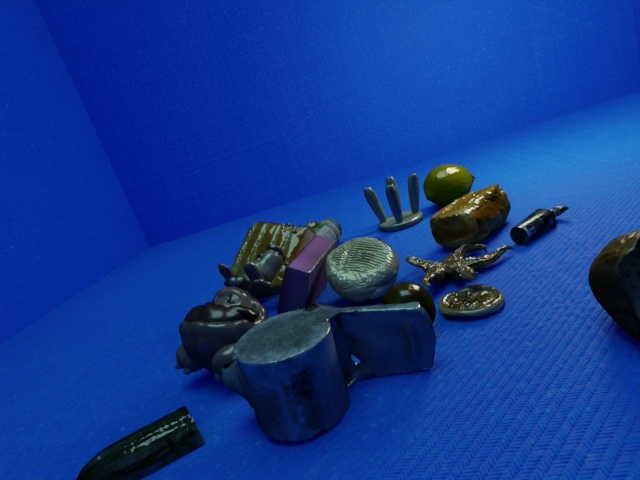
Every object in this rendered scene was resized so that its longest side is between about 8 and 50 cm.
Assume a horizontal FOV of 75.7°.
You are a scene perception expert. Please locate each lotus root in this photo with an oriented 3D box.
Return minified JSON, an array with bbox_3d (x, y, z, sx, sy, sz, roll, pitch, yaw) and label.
[{"bbox_3d":[0.566,0.060,0.692,0.198,0.188,0.180,-19,1,10],"label":"lotus root"}]

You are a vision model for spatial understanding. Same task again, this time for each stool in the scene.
[{"bbox_3d":[0.316,-0.160,1.741,0.195,0.199,0.195,-30,19,-29],"label":"stool"}]

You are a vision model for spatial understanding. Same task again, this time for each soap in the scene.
[{"bbox_3d":[-0.036,0.110,1.234,0.081,0.181,0.259,17,26,11],"label":"soap"}]

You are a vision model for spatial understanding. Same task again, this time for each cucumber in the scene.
[{"bbox_3d":[-0.361,0.412,0.810,0.243,0.063,0.115,-26,16,-19],"label":"cucumber"}]

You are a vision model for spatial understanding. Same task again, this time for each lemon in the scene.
[{"bbox_3d":[0.554,-0.244,1.778,0.248,0.184,0.184,-24,15,-15],"label":"lemon"}]

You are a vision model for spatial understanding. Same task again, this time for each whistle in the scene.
[{"bbox_3d":[0.015,0.226,0.802,0.404,0.168,0.188,-19,15,-15],"label":"whistle"}]

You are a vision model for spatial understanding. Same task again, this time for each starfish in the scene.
[{"bbox_3d":[0.364,0.073,1.112,0.298,0.061,0.302,-6,13,24],"label":"starfish"}]

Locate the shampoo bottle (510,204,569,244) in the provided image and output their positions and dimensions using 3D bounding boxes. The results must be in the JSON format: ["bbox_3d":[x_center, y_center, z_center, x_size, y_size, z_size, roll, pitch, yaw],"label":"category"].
[{"bbox_3d":[0.647,-0.054,1.212,0.207,0.057,0.063,-27,16,-25],"label":"shampoo bottle"}]

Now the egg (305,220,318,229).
[{"bbox_3d":[-0.037,-0.064,2.088,0.083,0.072,0.071,-8,4,-40],"label":"egg"}]

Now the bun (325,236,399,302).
[{"bbox_3d":[0.125,0.095,1.184,0.220,0.134,0.221,-10,39,8],"label":"bun"}]

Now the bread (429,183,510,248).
[{"bbox_3d":[0.494,-0.077,1.342,0.294,0.132,0.166,-33,19,-38],"label":"bread"}]

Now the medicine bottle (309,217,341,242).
[{"bbox_3d":[0.000,0.000,1.686,0.133,0.134,0.274,-13,17,24],"label":"medicine bottle"}]

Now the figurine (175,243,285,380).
[{"bbox_3d":[-0.211,0.181,1.066,0.248,0.203,0.381,-5,45,37],"label":"figurine"}]

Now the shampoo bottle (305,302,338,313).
[{"bbox_3d":[0.036,0.209,1.040,0.086,0.056,0.227,-29,18,-28],"label":"shampoo bottle"}]

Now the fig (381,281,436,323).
[{"bbox_3d":[0.213,0.147,0.970,0.124,0.125,0.236,-14,1,19],"label":"fig"}]

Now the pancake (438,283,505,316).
[{"bbox_3d":[0.347,0.141,0.955,0.151,0.025,0.152,-17,15,5],"label":"pancake"}]

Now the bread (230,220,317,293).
[{"bbox_3d":[-0.155,0.052,1.388,0.239,0.111,0.246,6,64,29],"label":"bread"}]
